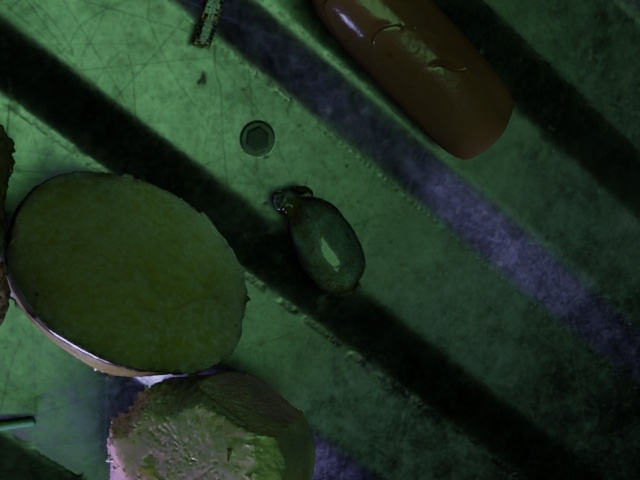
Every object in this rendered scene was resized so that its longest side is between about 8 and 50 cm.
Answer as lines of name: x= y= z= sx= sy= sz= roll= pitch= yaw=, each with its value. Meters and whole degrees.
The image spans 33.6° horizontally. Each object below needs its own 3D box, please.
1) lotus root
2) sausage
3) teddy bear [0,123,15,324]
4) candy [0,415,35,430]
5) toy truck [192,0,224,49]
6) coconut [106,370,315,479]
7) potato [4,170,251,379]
lotus root: x=0.002 y=-0.001 z=1.346 sx=0.088 sy=0.088 sz=0.165 roll=-32 pitch=97 yaw=-12
sausage: x=0.113 y=-0.239 z=1.321 sx=0.304 sy=0.121 sz=0.121 roll=44 pitch=84 yaw=-21
teddy bear: x=-0.463 y=-0.005 z=1.146 sx=0.256 sy=0.156 sz=0.267 roll=1 pitch=100 yaw=-17
candy: x=-0.482 y=0.233 z=1.222 sx=0.305 sy=0.091 sz=0.083 roll=-5 pitch=98 yaw=-25
toy truck: x=-0.133 y=-0.273 z=1.280 sx=0.024 sy=0.032 sz=0.083 roll=15 pitch=96 yaw=-17
coconut: x=-0.130 y=0.260 z=1.262 sx=0.233 sy=0.245 sz=0.233 roll=-1 pitch=87 yaw=9
potato: x=-0.235 y=0.046 z=1.236 sx=0.299 sy=0.116 sz=0.239 roll=21 pitch=62 yaw=-30
